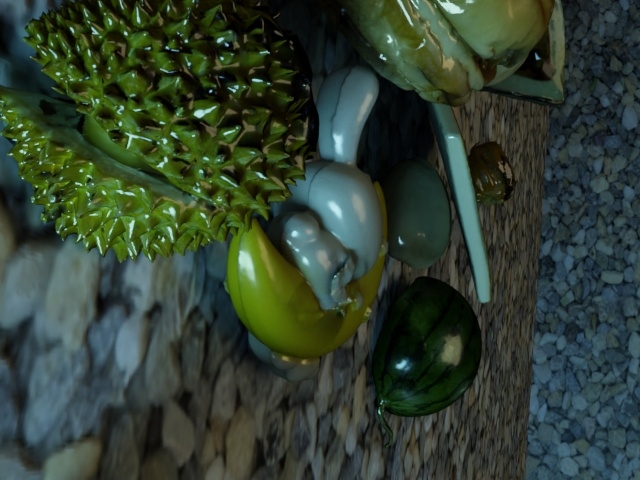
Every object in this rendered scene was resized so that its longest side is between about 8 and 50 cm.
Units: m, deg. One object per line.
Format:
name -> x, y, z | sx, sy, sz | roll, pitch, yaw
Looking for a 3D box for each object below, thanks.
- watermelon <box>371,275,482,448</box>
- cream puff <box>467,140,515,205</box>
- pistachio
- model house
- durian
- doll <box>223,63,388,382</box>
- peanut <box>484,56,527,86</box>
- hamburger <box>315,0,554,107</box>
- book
watermelon -> 0.166, 0.165, 0.901 | 0.232, 0.127, 0.204 | -50, 139, -43
cream puff -> 0.321, -0.127, 1.210 | 0.133, 0.104, 0.119 | 72, 0, -47
pistachio -> 0.120, -0.035, 0.812 | 0.113, 0.113, 0.149 | 24, 70, -62
model house -> 0.258, -0.346, 0.999 | 0.239, 0.174, 0.267 | -120, -158, -72
durian -> -0.066, -0.082, 0.407 | 0.237, 0.138, 0.193 | -53, 137, -51
doll -> 0.000, 0.000, 0.578 | 0.237, 0.111, 0.252 | -50, 141, -33
peanut -> 0.199, -0.352, 0.797 | 0.149, 0.149, 0.313 | -50, 129, -51
hamburger -> 0.096, -0.281, 0.602 | 0.284, 0.174, 0.304 | 45, 29, -6
book -> 0.173, -0.139, 0.849 | 0.388, 0.032, 0.268 | -90, 162, -49
